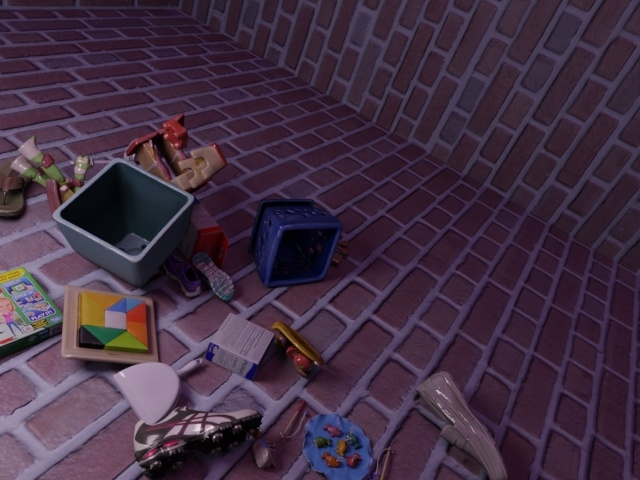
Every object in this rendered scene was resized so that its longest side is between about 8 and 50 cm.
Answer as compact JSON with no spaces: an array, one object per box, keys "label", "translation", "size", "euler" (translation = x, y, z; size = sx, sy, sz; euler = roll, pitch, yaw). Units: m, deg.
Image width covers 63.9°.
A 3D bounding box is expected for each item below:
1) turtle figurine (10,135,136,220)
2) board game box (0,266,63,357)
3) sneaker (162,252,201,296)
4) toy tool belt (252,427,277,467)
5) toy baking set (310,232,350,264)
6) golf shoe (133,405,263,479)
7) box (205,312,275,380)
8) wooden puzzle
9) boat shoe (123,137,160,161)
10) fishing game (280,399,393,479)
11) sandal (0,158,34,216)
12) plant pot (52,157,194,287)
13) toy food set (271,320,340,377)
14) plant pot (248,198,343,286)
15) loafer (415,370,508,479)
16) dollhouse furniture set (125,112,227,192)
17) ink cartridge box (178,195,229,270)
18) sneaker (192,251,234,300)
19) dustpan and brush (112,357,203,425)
[{"label":"turtle figurine","translation":[-0.748,-0.199,1.535],"size":[0.266,0.274,0.198],"euler":[41,-13,-18]},{"label":"board game box","translation":[-0.779,0.185,1.152],"size":[0.213,0.046,0.317],"euler":[40,37,21]},{"label":"sneaker","translation":[-0.394,0.086,1.490],"size":[0.170,0.071,0.068],"euler":[41,38,26]},{"label":"toy tool belt","translation":[-0.125,0.468,1.155],"size":[0.051,0.052,0.083],"euler":[35,23,-44]},{"label":"toy baking set","translation":[-0.004,0.002,1.875],"size":[0.256,0.030,0.197],"euler":[41,35,24]},{"label":"golf shoe","translation":[-0.257,0.398,1.095],"size":[0.273,0.105,0.120],"euler":[-9,43,-29]},{"label":"box","translation":[-0.208,0.275,1.338],"size":[0.137,0.072,0.126],"euler":[25,34,3]},{"label":"wooden puzzle","translation":[-0.507,0.200,1.252],"size":[0.221,0.044,0.238],"euler":[15,32,-35]},{"label":"boat shoe","translation":[-0.643,-0.343,1.916],"size":[0.076,0.083,0.226],"euler":[23,33,1]},{"label":"fishing game","translation":[0.043,0.488,1.226],"size":[0.264,0.041,0.189],"euler":[30,32,10]},{"label":"sandal","translation":[-0.927,-0.170,1.511],"size":[0.120,0.086,0.302],"euler":[7,37,-22]},{"label":"plant pot","translation":[-0.508,-0.017,1.378],"size":[0.248,0.252,0.247],"euler":[28,54,6]},{"label":"toy food set","translation":[-0.062,0.306,1.370],"size":[0.218,0.071,0.128],"euler":[39,-1,37]},{"label":"plant pot","translation":[-0.097,-0.010,1.659],"size":[0.236,0.236,0.212],"euler":[-3,37,-33]},{"label":"loafer","translation":[0.371,0.501,1.359],"size":[0.111,0.112,0.319],"euler":[-27,51,-6]},{"label":"dollhouse furniture set","translation":[-0.377,-0.239,1.416],"size":[0.152,0.374,0.201],"euler":[-36,101,-35]},{"label":"ink cartridge box","translation":[-0.380,-0.015,1.579],"size":[0.078,0.134,0.231],"euler":[-12,47,-41]},{"label":"sneaker","translation":[-0.316,0.110,1.511],"size":[0.065,0.076,0.166],"euler":[-35,87,-26]},{"label":"dustpan and brush","translation":[-0.357,0.326,1.200],"size":[0.211,0.060,0.147],"euler":[-30,75,-39]}]
